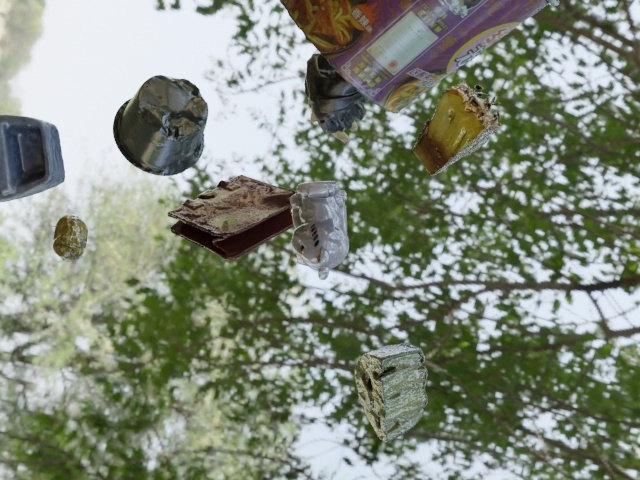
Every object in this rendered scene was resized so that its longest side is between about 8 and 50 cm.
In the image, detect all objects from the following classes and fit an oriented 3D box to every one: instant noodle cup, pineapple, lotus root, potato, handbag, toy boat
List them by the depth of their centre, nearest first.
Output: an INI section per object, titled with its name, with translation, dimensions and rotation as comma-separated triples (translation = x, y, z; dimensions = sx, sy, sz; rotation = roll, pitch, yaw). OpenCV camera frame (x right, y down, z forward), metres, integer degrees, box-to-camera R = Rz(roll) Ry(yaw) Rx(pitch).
[potato]
translation = -0.338, 0.000, 1.119
dimensions = 0.092, 0.045, 0.047
rotation = -109, -157, -55
[instant noodle cup]
translation = 0.115, -0.355, 1.132
dimensions = 0.266, 0.340, 0.340
rotation = -41, -146, 20
[toy boat]
translation = -0.504, -0.114, 1.192
dimensions = 0.078, 0.282, 0.127
rotation = -40, 125, -75
[pineapple]
translation = 0.276, -0.215, 1.665
dimensions = 0.186, 0.114, 0.236
rotation = -35, 163, -2
[lotus root]
translation = 0.161, 0.332, 1.908
dimensions = 0.138, 0.119, 0.235
rotation = 36, -45, 48
[handbag]
translation = -0.218, -0.065, 2.101
dimensions = 0.275, 0.260, 0.084
rotation = 24, -45, 45

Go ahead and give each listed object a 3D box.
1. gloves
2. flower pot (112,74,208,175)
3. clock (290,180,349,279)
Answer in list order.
[gloves]
translation = 0.039, -0.295, 1.710
dimensions = 0.164, 0.124, 0.203
rotation = -1, -66, 32
[flower pot]
translation = -0.255, -0.198, 1.363
dimensions = 0.107, 0.157, 0.157
rotation = 134, -34, -58
[clock]
translation = -0.001, 0.000, 1.143
dimensions = 0.176, 0.079, 0.117
rotation = 92, -5, -75
